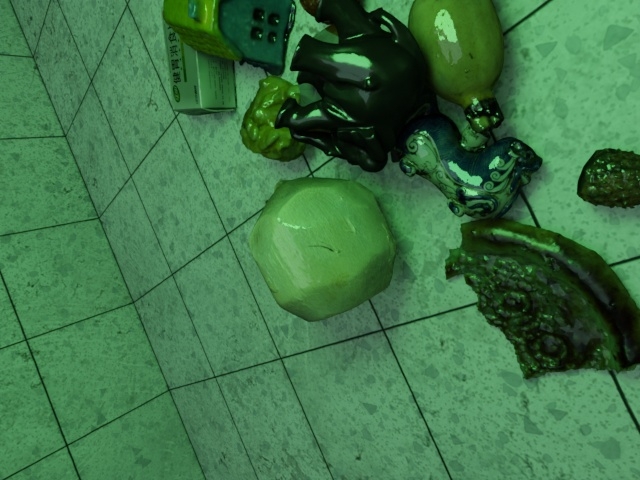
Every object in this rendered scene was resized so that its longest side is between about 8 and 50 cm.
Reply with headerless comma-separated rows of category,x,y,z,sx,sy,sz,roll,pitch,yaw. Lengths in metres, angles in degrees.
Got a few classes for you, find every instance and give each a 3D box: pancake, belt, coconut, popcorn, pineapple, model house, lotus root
pancake,0.449,0.118,0.887,0.427,0.066,0.305,54,132,12
belt,0.040,-0.370,1.011,0.105,0.184,0.262,29,121,32
coconut,0.000,0.000,1.060,0.346,0.346,0.361,-26,87,42
popcorn,-0.105,-0.329,1.158,0.266,0.192,0.233,-12,65,46
pineapple,0.554,-0.095,0.717,0.197,0.108,0.108,16,114,23
model house,-0.252,-0.595,1.130,0.237,0.303,0.216,28,114,32
lotus root,0.274,-0.355,0.815,0.182,0.182,0.310,-19,91,43

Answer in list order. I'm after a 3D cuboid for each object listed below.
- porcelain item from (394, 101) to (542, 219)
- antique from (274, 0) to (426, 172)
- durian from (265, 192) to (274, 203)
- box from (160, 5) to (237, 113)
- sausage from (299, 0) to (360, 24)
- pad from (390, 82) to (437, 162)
porcelain item,0.295,-0.175,0.884,0.288,0.138,0.186,46,121,18
antique,0.066,-0.289,0.838,0.255,0.185,0.322,25,139,-5
durian,-0.100,-0.101,1.282,0.188,0.091,0.149,16,101,40
box,-0.384,-0.574,1.346,0.173,0.145,0.333,13,112,40
sausage,0.020,-0.645,0.964,0.140,0.153,0.268,3,106,18
pad,0.214,-0.301,1.003,0.142,0.003,0.212,-3,101,42
